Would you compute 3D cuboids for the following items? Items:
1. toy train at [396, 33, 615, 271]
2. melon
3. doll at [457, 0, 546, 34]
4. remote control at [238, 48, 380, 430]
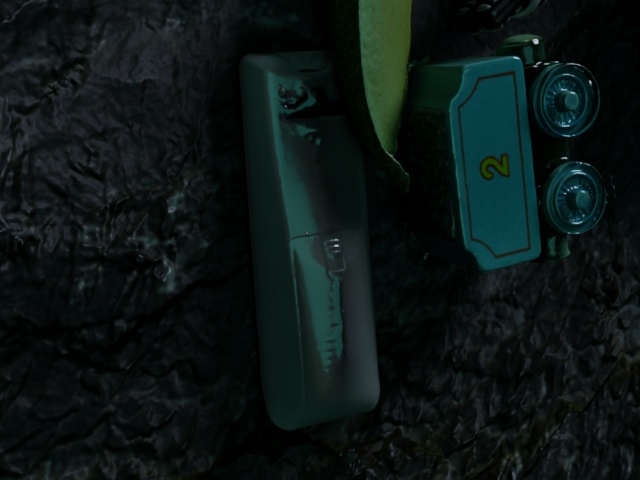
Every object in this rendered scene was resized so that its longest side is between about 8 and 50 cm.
[{"bbox_3d":[0.155,-0.073,1.001,0.163,0.112,0.203,-13,101,-23],"label":"toy train"},{"bbox_3d":[0.048,-0.168,0.949,0.114,0.053,0.261,-2,89,-57],"label":"melon"},{"bbox_3d":[0.207,-0.259,1.017,0.219,0.091,0.067,-47,110,-17],"label":"doll"},{"bbox_3d":[0.000,0.000,0.950,0.109,0.055,0.312,-9,100,-29],"label":"remote control"}]
